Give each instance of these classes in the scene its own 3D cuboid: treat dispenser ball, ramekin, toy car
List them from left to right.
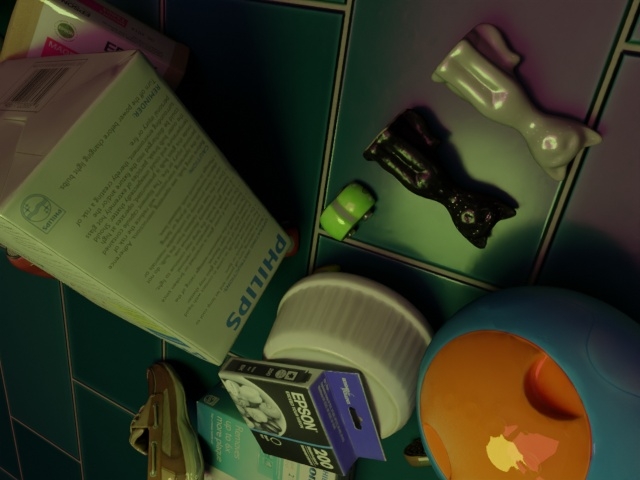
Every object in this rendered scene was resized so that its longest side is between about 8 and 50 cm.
[{"bbox_3d":[0.000,0.000,0.759,0.239,0.053,0.225,43,123,7],"label":"toy car"},{"bbox_3d":[0.035,0.188,0.729,0.273,0.127,0.272,14,131,17],"label":"ramekin"},{"bbox_3d":[0.258,0.197,0.558,0.288,0.288,0.288,10,114,25],"label":"treat dispenser ball"}]

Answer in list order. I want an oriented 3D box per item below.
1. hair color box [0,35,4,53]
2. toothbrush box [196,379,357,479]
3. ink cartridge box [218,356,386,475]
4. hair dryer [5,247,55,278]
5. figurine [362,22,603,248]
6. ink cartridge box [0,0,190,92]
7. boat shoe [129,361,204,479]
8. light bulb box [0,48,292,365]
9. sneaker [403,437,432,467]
[{"bbox_3d":[-0.613,-0.243,0.923,0.347,0.174,0.105,48,123,4],"label":"hair color box"},{"bbox_3d":[-0.084,0.413,0.923,0.296,0.126,0.216,16,116,21],"label":"toothbrush box"},{"bbox_3d":[-0.023,0.263,0.701,0.208,0.045,0.206,-1,125,26],"label":"ink cartridge box"},{"bbox_3d":[-0.523,0.024,0.990,0.293,0.224,0.080,-41,48,53],"label":"hair dryer"},{"bbox_3d":[0.200,-0.118,0.596,0.209,0.092,0.215,42,122,-1],"label":"figurine"},{"bbox_3d":[-0.357,-0.271,0.753,0.235,0.088,0.193,24,131,-29],"label":"ink cartridge box"},{"bbox_3d":[-0.328,0.372,0.965,0.324,0.117,0.123,45,135,51],"label":"boat shoe"},{"bbox_3d":[-0.296,-0.041,0.671,0.358,0.225,0.361,14,154,35],"label":"light bulb box"},{"bbox_3d":[0.233,0.358,0.765,0.192,0.064,0.086,-27,90,30],"label":"sneaker"}]
